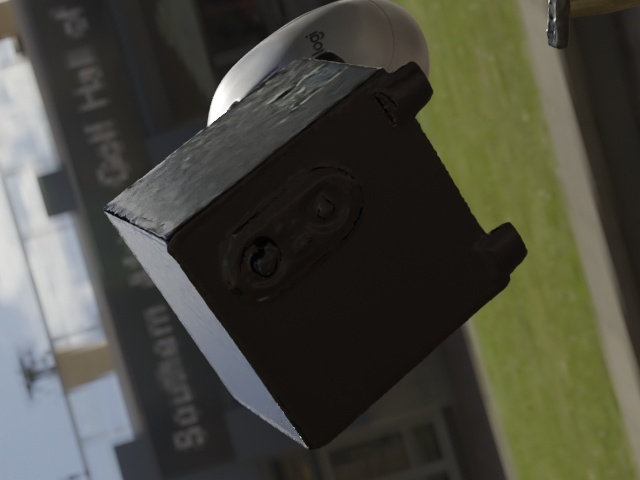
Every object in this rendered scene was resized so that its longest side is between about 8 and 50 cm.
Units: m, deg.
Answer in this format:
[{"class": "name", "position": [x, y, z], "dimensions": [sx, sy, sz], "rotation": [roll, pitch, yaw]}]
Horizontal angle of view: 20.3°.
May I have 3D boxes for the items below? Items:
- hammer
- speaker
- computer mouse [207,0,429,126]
[{"class": "hammer", "position": [0.242, -0.184, 1.280], "dimensions": [0.013, 0.199, 0.062], "rotation": [27, 125, 52]}, {"class": "speaker", "position": [0.000, 0.000, 1.490], "dimensions": [0.232, 0.254, 0.184], "rotation": [57, 165, -23]}, {"class": "computer mouse", "position": [-0.017, -0.170, 2.042], "dimensions": [0.121, 0.297, 0.184], "rotation": [41, -152, -53]}]
